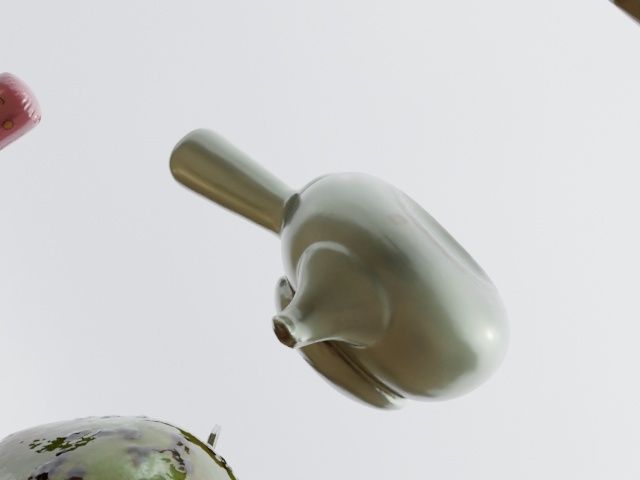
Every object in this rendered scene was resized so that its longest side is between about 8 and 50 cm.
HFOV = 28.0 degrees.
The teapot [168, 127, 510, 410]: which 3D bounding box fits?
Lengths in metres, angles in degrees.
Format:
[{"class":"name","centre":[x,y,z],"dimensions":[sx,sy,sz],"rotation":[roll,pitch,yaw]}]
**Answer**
[{"class":"teapot","centre":[0.021,0.015,1.052],"dimensions":[0.220,0.149,0.318],"rotation":[39,10,-37]}]

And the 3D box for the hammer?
[{"class":"hammer","centre":[-0.205,-0.066,0.756],"dimensions":[0.083,0.043,0.043],"rotation":[-34,-87,0]}]

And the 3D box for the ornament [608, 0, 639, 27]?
[{"class":"ornament","centre":[0.155,-0.167,0.685],"dimensions":[0.245,0.230,0.061],"rotation":[37,-61,19]}]

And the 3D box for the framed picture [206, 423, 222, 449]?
[{"class":"framed picture","centre":[-0.133,0.289,1.224],"dimensions":[0.010,0.173,0.231],"rotation":[17,-95,-1]}]

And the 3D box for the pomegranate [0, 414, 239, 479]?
[{"class":"pomegranate","centre":[-0.114,0.154,0.557],"dimensions":[0.159,0.205,0.159],"rotation":[1,-88,40]}]
